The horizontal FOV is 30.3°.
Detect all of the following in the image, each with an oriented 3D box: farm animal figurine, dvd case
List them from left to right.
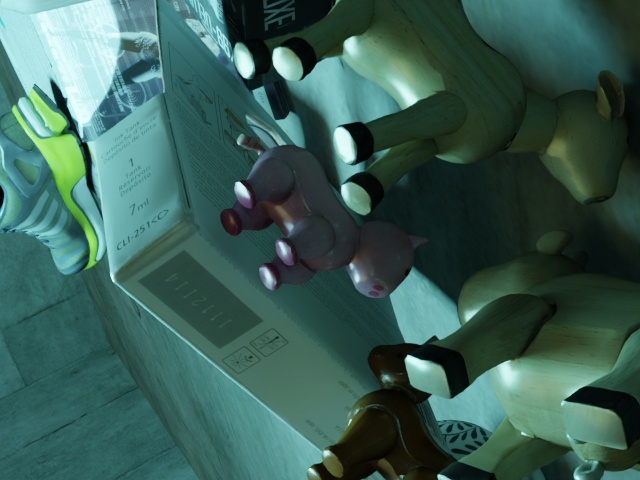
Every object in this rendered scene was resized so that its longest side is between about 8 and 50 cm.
[{"bbox_3d":[-0.149,-0.172,1.049,0.221,0.018,0.165,-3,121,26],"label":"dvd case"},{"bbox_3d":[0.111,0.033,0.600,0.326,0.172,0.330,30,137,41],"label":"farm animal figurine"}]

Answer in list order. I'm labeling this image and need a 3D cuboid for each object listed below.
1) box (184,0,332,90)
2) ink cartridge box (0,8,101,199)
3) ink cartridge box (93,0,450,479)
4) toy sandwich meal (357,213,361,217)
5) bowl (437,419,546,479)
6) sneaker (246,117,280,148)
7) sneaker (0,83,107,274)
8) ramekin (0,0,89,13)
[{"bbox_3d":[-0.099,-0.296,0.849,0.307,0.076,0.242,54,162,29],"label":"box"},{"bbox_3d":[-0.222,-0.181,1.266,0.395,0.151,0.270,36,150,60],"label":"ink cartridge box"},{"bbox_3d":[-0.036,0.006,0.820,0.296,0.066,0.261,46,-163,-38],"label":"ink cartridge box"},{"bbox_3d":[0.000,0.000,1.012,0.029,0.085,0.086,-92,-6,-46],"label":"toy sandwich meal"},{"bbox_3d":[0.129,0.202,0.921,0.170,0.080,0.170,55,162,28],"label":"bowl"},{"bbox_3d":[-0.037,-0.022,1.076,0.091,0.094,0.258,-102,-6,-47],"label":"sneaker"},{"bbox_3d":[-0.319,-0.049,1.302,0.111,0.121,0.300,53,162,28],"label":"sneaker"},{"bbox_3d":[-0.220,-0.292,0.861,0.273,0.127,0.273,56,163,27],"label":"ramekin"}]
